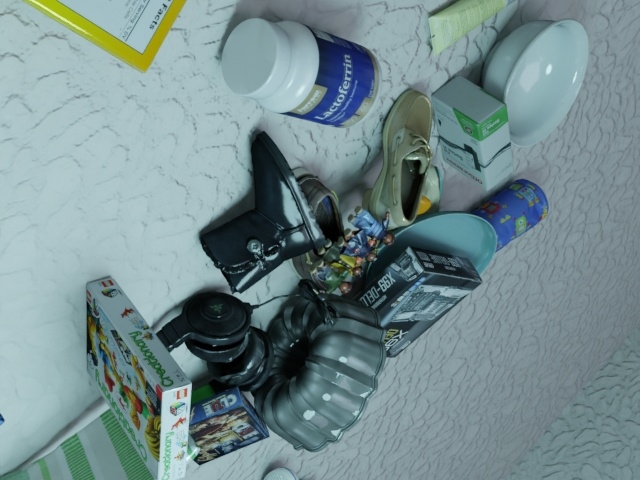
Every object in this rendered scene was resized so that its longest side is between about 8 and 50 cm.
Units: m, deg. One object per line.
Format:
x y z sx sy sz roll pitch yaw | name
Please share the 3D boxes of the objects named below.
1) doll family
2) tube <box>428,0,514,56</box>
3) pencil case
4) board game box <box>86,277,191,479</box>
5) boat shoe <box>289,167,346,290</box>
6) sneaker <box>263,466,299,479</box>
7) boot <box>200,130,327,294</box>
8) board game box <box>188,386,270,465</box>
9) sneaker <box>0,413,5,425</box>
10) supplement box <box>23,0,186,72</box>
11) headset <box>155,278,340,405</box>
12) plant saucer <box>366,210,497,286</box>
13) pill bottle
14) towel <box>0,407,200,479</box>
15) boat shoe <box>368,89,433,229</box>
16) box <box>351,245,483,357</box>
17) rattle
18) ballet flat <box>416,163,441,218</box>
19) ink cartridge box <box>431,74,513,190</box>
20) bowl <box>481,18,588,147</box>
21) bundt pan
0.068 0.022 1.749 0.111 0.076 0.193 35 111 -27 | doll family
0.314 -0.473 1.850 0.240 0.062 0.070 -36 96 -17 | tube
0.435 -0.030 2.265 0.306 0.119 0.133 -35 123 -26 | pencil case
-0.301 0.220 1.468 0.053 0.305 0.193 -13 126 -31 | board game box
0.000 0.000 1.815 0.116 0.096 0.324 -37 140 -22 | boat shoe
-0.063 0.614 2.226 0.161 0.102 0.282 -32 148 -34 | sneaker
-0.126 -0.045 1.629 0.207 0.094 0.247 -28 109 -5 | boot
-0.207 0.376 1.818 0.165 0.042 0.243 -22 152 0 | board game box
-0.589 0.256 1.367 0.090 0.081 0.232 -51 137 -2 | sneaker
-0.329 -0.381 1.070 0.356 0.195 0.194 28 95 -53 | supplement box
-0.159 0.207 1.721 0.394 0.185 0.243 -36 141 -7 | headset
0.249 0.037 2.079 0.317 0.044 0.318 -12 141 -10 | plant saucer
-0.029 -0.281 1.522 0.264 0.153 0.153 5 113 -49 | pill bottle
-0.376 0.384 1.523 0.324 0.248 0.038 -32 123 -14 | towel
0.182 -0.165 1.816 0.109 0.098 0.302 28 70 -33 | boat shoe
0.182 0.148 2.052 0.242 0.077 0.307 12 132 -49 | box
0.139 -0.030 1.859 0.200 0.142 0.130 -53 158 -72 | rattle
0.235 -0.071 2.057 0.086 0.086 0.248 -37 138 -24 | ballet flat
0.332 -0.230 1.966 0.087 0.153 0.208 -37 140 -14 | ink cartridge box
0.454 -0.368 2.017 0.297 0.134 0.298 -29 137 -31 | bowl
-0.023 0.247 1.820 0.124 0.331 0.331 32 92 -30 | bundt pan
